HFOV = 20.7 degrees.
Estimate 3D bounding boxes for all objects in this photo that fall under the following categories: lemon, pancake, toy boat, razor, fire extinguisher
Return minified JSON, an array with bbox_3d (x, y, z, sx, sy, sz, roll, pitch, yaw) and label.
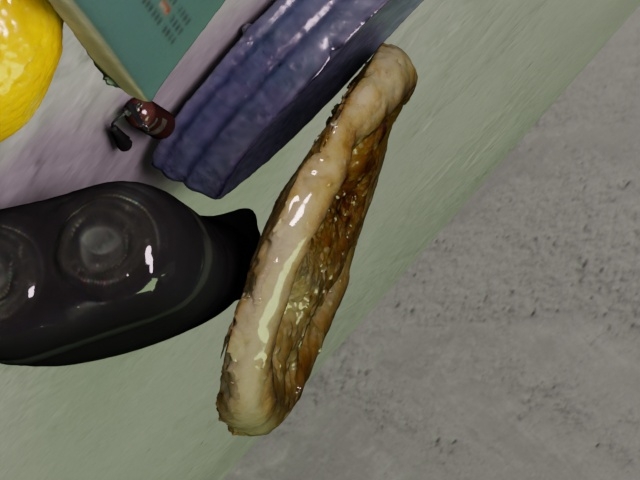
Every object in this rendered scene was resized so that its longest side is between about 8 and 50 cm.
[{"bbox_3d":[-0.189,-0.097,0.869,0.114,0.114,0.155,-37,178,-39],"label":"lemon"},{"bbox_3d":[-0.002,-0.001,1.445,0.356,0.065,0.356,21,90,-80],"label":"pancake"},{"bbox_3d":[-0.024,-0.147,1.431,0.283,0.078,0.127,-47,173,1],"label":"toy boat"},{"bbox_3d":[-0.159,0.031,1.370,0.204,0.113,0.349,-17,174,9],"label":"razor"},{"bbox_3d":[-0.143,-0.090,1.340,0.046,0.032,0.100,-12,174,9],"label":"fire extinguisher"}]

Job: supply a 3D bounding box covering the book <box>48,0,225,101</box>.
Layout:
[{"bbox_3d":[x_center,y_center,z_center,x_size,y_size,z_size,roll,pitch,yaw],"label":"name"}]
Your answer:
[{"bbox_3d":[-0.016,-0.261,0.821,0.379,0.031,0.264,-54,159,-8],"label":"book"}]
